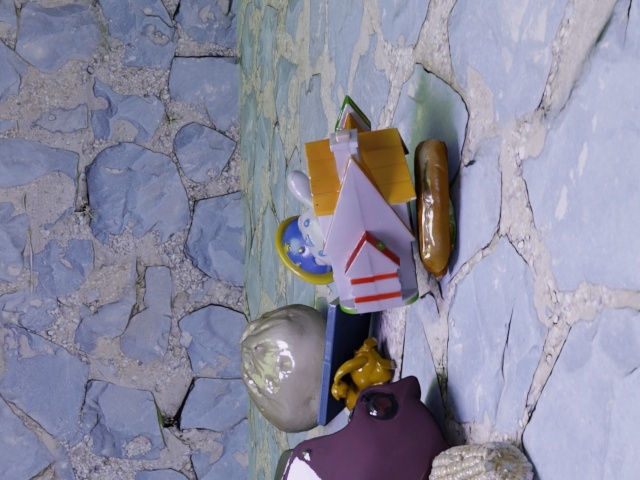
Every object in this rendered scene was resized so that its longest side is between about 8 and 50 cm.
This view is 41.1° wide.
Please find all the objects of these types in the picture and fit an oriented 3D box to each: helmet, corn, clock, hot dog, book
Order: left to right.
[{"bbox_3d":[0.054,0.226,1.761,0.191,0.025,0.269,-28,-52,-59],"label":"book"},{"bbox_3d":[0.077,-0.072,1.426,0.235,0.166,0.309,-89,-13,-55],"label":"clock"},{"bbox_3d":[0.101,0.388,1.369,0.197,0.338,0.271,39,143,36],"label":"helmet"},{"bbox_3d":[0.186,-0.048,1.390,0.092,0.062,0.236,-98,5,-84],"label":"hot dog"},{"bbox_3d":[0.223,0.324,1.211,0.211,0.087,0.087,124,144,-62],"label":"corn"}]

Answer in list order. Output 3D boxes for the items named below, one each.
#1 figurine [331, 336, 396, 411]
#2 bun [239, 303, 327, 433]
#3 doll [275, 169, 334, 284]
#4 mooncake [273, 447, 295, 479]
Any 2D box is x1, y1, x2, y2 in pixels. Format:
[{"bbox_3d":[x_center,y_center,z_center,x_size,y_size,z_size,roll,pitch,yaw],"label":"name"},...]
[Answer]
[{"bbox_3d":[0.074,0.291,1.718,0.121,0.122,0.176,50,146,38],"label":"figurine"},{"bbox_3d":[-0.087,0.325,2.162,0.362,0.234,0.326,131,131,-79],"label":"bun"},{"bbox_3d":[0.023,0.019,1.939,0.311,0.159,0.242,55,137,25],"label":"doll"},{"bbox_3d":[-0.033,0.651,2.144,0.275,0.135,0.275,-178,90,-73],"label":"mooncake"}]
